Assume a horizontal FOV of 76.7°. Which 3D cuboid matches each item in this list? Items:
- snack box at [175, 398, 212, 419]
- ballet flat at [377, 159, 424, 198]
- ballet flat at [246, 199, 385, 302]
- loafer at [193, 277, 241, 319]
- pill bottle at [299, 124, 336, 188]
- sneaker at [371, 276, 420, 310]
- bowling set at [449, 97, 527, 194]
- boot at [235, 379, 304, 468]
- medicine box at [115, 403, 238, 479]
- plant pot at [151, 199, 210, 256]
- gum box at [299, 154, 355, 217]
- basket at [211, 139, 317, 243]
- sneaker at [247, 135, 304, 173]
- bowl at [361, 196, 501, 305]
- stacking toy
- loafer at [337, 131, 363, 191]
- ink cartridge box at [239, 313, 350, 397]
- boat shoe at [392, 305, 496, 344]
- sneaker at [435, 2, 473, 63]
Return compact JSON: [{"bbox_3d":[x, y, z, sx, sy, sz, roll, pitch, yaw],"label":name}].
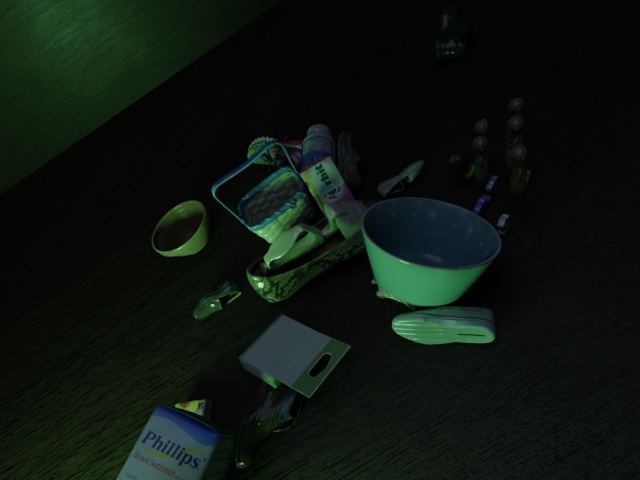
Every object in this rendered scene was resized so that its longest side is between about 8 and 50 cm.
[{"bbox_3d":[-0.341,0.496,1.057,0.100,0.037,0.141,-17,49,18],"label":"snack box"},{"bbox_3d":[0.257,-0.185,1.254,0.168,0.057,0.052,-31,74,9],"label":"ballet flat"},{"bbox_3d":[0.000,0.000,1.153,0.483,0.182,0.164,-33,45,2],"label":"ballet flat"},{"bbox_3d":[-0.324,0.193,1.270,0.170,0.062,0.061,-43,51,-5],"label":"loafer"},{"bbox_3d":[-0.006,-0.290,1.388,0.124,0.124,0.221,-13,52,20],"label":"pill bottle"},{"bbox_3d":[0.189,0.134,1.038,0.075,0.057,0.161,-47,46,11],"label":"sneaker"},{"bbox_3d":[0.440,-0.247,1.068,0.200,0.154,0.287,-2,39,21],"label":"bowling set"},{"bbox_3d":[-0.118,0.429,0.955,0.106,0.082,0.219,-1,54,32],"label":"boot"},{"bbox_3d":[-0.310,0.520,0.843,0.149,0.263,0.289,20,64,9],"label":"medicine box"},{"bbox_3d":[-0.493,-0.027,1.501,0.237,0.110,0.237,-15,51,19],"label":"plant pot"},{"bbox_3d":[0.029,-0.158,1.267,0.107,0.188,0.062,-30,14,7],"label":"gum box"},{"bbox_3d":[-0.167,-0.138,1.279,0.255,0.289,0.201,-36,46,-2],"label":"basket"},{"bbox_3d":[-0.167,-0.320,1.540,0.299,0.121,0.112,8,62,33],"label":"sneaker"},{"bbox_3d":[0.241,0.038,0.955,0.311,0.163,0.311,3,33,-2],"label":"bowl"},{"bbox_3d":[0.446,-0.121,1.087,0.167,0.052,0.221,18,65,38],"label":"stacking toy"},{"bbox_3d":[0.100,-0.264,1.380,0.087,0.094,0.251,1,63,1],"label":"loafer"},{"bbox_3d":[-0.063,0.292,1.010,0.235,0.056,0.171,18,44,34],"label":"ink cartridge box"},{"bbox_3d":[0.282,0.189,0.932,0.226,0.083,0.076,2,38,23],"label":"boat shoe"},{"bbox_3d":[0.521,-0.795,1.549,0.130,0.109,0.286,5,67,25],"label":"sneaker"}]
